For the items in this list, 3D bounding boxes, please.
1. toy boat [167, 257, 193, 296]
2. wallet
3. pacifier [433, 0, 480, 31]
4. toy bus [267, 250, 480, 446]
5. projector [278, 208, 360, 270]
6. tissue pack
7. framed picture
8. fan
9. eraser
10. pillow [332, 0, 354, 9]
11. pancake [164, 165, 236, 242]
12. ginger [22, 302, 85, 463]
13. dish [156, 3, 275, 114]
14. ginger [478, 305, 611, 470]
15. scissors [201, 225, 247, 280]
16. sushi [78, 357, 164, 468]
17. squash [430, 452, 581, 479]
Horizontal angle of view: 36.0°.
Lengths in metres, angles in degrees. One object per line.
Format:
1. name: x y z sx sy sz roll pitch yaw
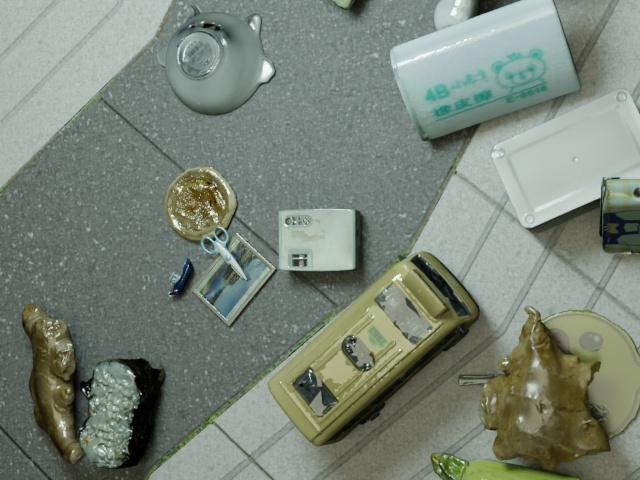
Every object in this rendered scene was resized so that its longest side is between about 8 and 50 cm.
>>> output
1. toy boat: -0.276 0.073 1.914 0.038 0.038 0.083 28 97 16
2. wallet: 0.600 -0.037 1.550 0.310 0.223 0.077 1 67 14
3. pacifier: 0.266 -0.486 1.678 0.332 0.273 0.220 22 68 18
4. toy bus: 0.095 0.188 1.710 0.365 0.202 0.177 -44 76 11
5. projector: 0.000 0.000 1.817 0.147 0.061 0.115 -1 87 17
6. tissue pack: 0.430 -0.130 1.648 0.246 0.136 0.159 -24 82 15
7. framed picture: -0.168 0.075 1.894 0.109 0.011 0.149 42 100 15
8. fan: 0.406 0.236 1.709 0.335 0.011 0.229 -3 88 16
9. eraser: 0.280 -0.293 1.683 0.290 0.189 0.104 -18 39 16
10. pillow: 0.018 -0.603 1.827 0.281 0.076 0.274 35 96 21
11. pancake: -0.235 -0.072 1.913 0.152 0.025 0.151 0 89 19
12. ginger: -0.532 0.280 1.961 0.166 0.080 0.333 -23 78 50
13. dish: -0.220 -0.360 1.885 0.236 0.086 0.227 -13 84 16
14. ginger: 0.367 0.249 1.654 0.219 0.123 0.270 -15 77 12
15. scissors: -0.177 0.030 1.882 0.058 0.014 0.119 -41 81 8
16. sushi: -0.393 0.332 1.903 0.147 0.115 0.212 6 90 15
17. squash: 0.327 0.434 1.690 0.287 0.137 0.137 13 92 31
